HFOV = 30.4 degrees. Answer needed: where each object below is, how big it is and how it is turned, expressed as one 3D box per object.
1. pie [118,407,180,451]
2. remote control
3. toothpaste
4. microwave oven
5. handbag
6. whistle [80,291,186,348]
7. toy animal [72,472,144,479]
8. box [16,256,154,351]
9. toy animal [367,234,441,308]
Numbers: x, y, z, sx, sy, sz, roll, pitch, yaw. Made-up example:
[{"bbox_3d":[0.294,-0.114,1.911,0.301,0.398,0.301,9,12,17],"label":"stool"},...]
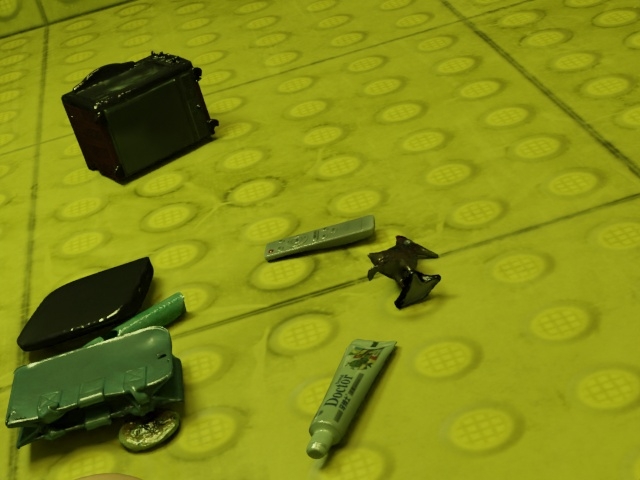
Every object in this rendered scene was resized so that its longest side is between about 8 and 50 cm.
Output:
[{"bbox_3d":[-0.223,0.244,1.531,0.084,0.021,0.084,-12,27,7],"label":"pie"},{"bbox_3d":[0.000,0.000,1.875,0.184,0.027,0.050,-14,26,11],"label":"remote control"},{"bbox_3d":[0.033,0.193,1.488,0.067,0.037,0.255,-2,26,23],"label":"toothpaste"},{"bbox_3d":[-0.365,-0.256,2.355,0.247,0.188,0.178,-29,31,-27],"label":"microwave oven"},{"bbox_3d":[-0.302,0.201,1.589,0.229,0.062,0.179,-17,22,-3],"label":"handbag"},{"bbox_3d":[-0.279,0.135,1.745,0.186,0.039,0.039,-30,31,-27],"label":"whistle"},{"bbox_3d":[-0.291,0.346,1.159,0.326,0.269,0.237,-30,66,20],"label":"toy animal"},{"bbox_3d":[-0.362,0.099,1.834,0.201,0.042,0.212,-19,21,9],"label":"box"},{"bbox_3d":[0.118,0.030,1.712,0.105,0.070,0.202,32,23,-5],"label":"toy animal"}]
